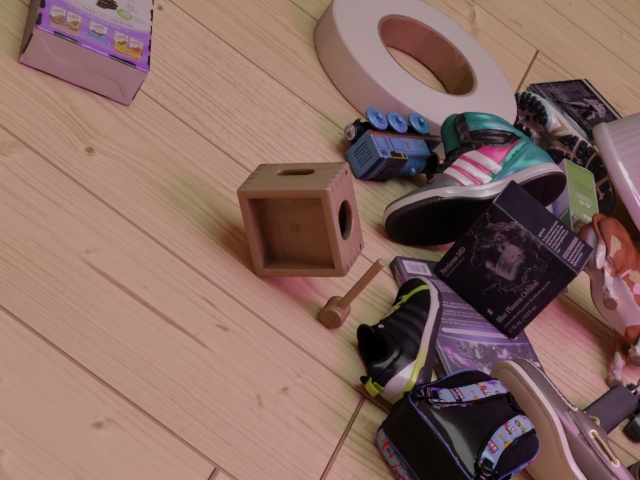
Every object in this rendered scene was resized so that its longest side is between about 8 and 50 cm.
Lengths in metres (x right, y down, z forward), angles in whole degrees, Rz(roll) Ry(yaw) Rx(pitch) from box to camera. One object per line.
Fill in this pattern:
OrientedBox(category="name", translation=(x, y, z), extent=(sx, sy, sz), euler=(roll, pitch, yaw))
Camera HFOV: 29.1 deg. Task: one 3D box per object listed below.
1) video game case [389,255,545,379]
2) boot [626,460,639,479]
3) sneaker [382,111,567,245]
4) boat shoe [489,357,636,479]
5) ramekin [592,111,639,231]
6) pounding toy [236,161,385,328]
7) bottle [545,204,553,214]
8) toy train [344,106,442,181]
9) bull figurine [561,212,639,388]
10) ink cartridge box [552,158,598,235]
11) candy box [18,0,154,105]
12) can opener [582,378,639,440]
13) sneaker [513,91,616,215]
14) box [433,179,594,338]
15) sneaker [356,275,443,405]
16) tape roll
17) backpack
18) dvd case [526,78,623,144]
OrientedBox(category="video game case", translation=(0.223, 0.142, 1.754), extent=(0.196, 0.026, 0.274), euler=(9, 45, -35))
OrientedBox(category="boot", translation=(0.636, 0.344, 1.660), extent=(0.377, 0.284, 0.138), euler=(31, 36, -8))
OrientedBox(category="sneaker", translation=(0.207, -0.108, 1.888), extent=(0.296, 0.123, 0.178), euler=(-15, 50, -17))
OrientedBox(category="boat shoe", translation=(0.330, 0.280, 1.602), extent=(0.091, 0.109, 0.305), euler=(-23, 74, -32))
OrientedBox(category="ramekin", translation=(0.600, -0.111, 2.188), extent=(0.273, 0.127, 0.273), euler=(51, 20, -28))
OrientedBox(category="pounding toy", translation=(0.010, 0.005, 1.606), extent=(0.181, 0.206, 0.094), euler=(0, 28, 22))
OrientedBox(category="bottle", translation=(0.315, -0.031, 1.969), extent=(0.118, 0.092, 0.283), euler=(26, 37, -17))
OrientedBox(category="toy train", translation=(0.116, -0.146, 1.942), extent=(0.184, 0.080, 0.105), euler=(1, 58, -43))
OrientedBox(category="bull figurine", translation=(0.478, 0.110, 1.900), extent=(0.310, 0.101, 0.188), euler=(55, 40, -10))
OrientedBox(category="ink cartridge box", translation=(0.400, -0.027, 2.024), extent=(0.062, 0.109, 0.209), euler=(26, 37, -15))
OrientedBox(category="candy box", translation=(-0.324, -0.300, 1.731), extent=(0.165, 0.070, 0.196), euler=(21, 39, -22))
OrientedBox(category="can opener", translation=(0.432, 0.260, 1.760), extent=(0.095, 0.076, 0.283), euler=(49, 38, 16))
OrientedBox(category="sneaker", translation=(0.458, -0.162, 2.231), extent=(0.122, 0.110, 0.283), euler=(0, 50, -46))
OrientedBox(category="box", translation=(0.276, 0.028, 1.772), extent=(0.158, 0.156, 0.093), euler=(41, 36, 5))
OrientedBox(category="sneaker", translation=(0.099, 0.118, 1.620), extent=(0.097, 0.084, 0.234), euler=(26, 36, -13))
OrientedBox(category="tape roll", translation=(0.171, -0.301, 2.166), extent=(0.392, 0.072, 0.392), euler=(23, 38, -19))
OrientedBox(category="backpack", translation=(0.177, 0.243, 1.519), extent=(0.173, 0.117, 0.158), euler=(-15, 60, -48))
OrientedBox(category="dvd case", translation=(0.526, -0.259, 2.474), extent=(0.221, 0.018, 0.164), euler=(-13, 58, -47))
